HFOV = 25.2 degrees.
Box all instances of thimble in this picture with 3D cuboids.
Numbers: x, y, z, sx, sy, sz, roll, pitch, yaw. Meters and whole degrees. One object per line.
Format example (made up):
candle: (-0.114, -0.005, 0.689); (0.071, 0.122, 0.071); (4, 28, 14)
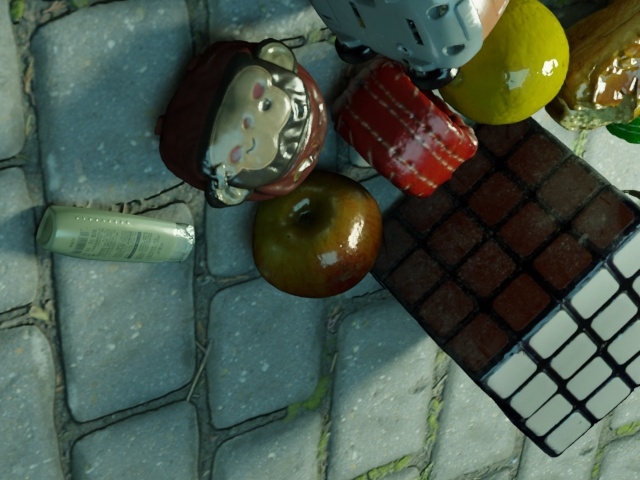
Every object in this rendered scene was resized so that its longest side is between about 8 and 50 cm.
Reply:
thimble: (0.508, -0.213, 2.220); (0.130, 0.118, 0.090); (-44, 144, -39)
thimble: (0.118, -0.150, 1.947); (0.125, 0.163, 0.189); (-46, 132, 11)

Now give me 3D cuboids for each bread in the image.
bread: (0.469, -0.288, 2.067); (0.344, 0.195, 0.149); (-37, 119, -3)

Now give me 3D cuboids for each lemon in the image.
lemon: (0.241, -0.245, 1.939); (0.203, 0.178, 0.178); (-25, 140, -40)

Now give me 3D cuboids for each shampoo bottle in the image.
shampoo bottle: (-0.266, -0.005, 1.878); (0.212, 0.049, 0.072); (7, 117, -39)

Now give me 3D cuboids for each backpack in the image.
backpack: (-0.089, -0.145, 1.826); (0.229, 0.139, 0.229); (-15, 116, -34)

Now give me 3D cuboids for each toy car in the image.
toy car: (0.109, -0.330, 1.730); (0.212, 0.270, 0.180); (-49, 137, -18)

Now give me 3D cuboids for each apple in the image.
apple: (0.000, 0.000, 2.019); (0.195, 0.160, 0.173); (-30, 160, -2)

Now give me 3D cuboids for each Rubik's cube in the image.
Rubik's cube: (0.323, 0.059, 2.153); (0.344, 0.344, 0.337); (-43, 140, 5)

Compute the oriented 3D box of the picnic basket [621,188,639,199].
picnic basket: (0.497, -0.002, 2.389); (0.178, 0.128, 0.138); (-51, 162, 12)
